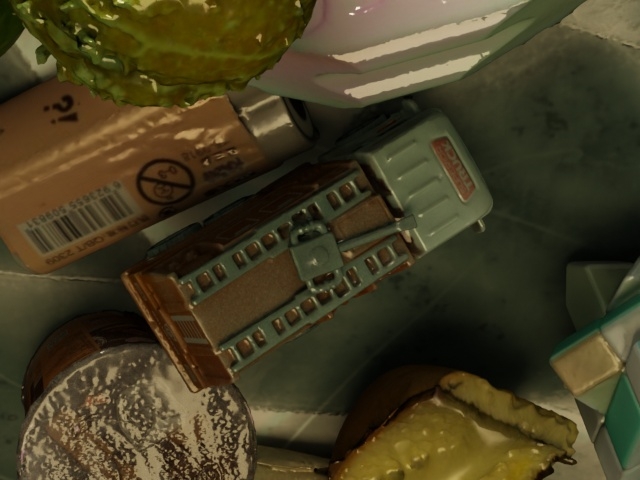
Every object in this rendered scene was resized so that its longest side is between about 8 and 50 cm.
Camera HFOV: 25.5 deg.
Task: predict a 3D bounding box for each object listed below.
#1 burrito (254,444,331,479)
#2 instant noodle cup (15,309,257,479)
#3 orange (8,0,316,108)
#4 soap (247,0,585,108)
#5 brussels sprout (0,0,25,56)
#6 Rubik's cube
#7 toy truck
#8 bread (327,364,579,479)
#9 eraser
[{"bbox_3d":[-0.061,0.270,1.519,0.392,0.076,0.117,13,124,-12],"label":"burrito"},{"bbox_3d":[-0.186,0.173,1.332,0.218,0.207,0.217,-4,104,-16],"label":"instant noodle cup"},{"bbox_3d":[-0.121,-0.241,0.928,0.223,0.301,0.300,-4,121,-30],"label":"orange"},{"bbox_3d":[0.055,-0.215,1.097,0.324,0.192,0.109,-14,166,6],"label":"soap"},{"bbox_3d":[-0.330,-0.228,1.072,0.244,0.244,0.244,-2,126,-2],"label":"brussels sprout"},{"bbox_3d":[0.333,0.107,1.354,0.265,0.213,0.224,-6,141,-12],"label":"Rubik's cube"},{"bbox_3d":[0.000,0.000,1.199,0.305,0.162,0.136,-32,97,-18],"label":"toy truck"},{"bbox_3d":[0.115,0.212,1.435,0.204,0.162,0.262,24,126,-18],"label":"bread"},{"bbox_3d":[-0.164,-0.084,1.255,0.291,0.087,0.171,-24,126,15],"label":"eraser"}]
